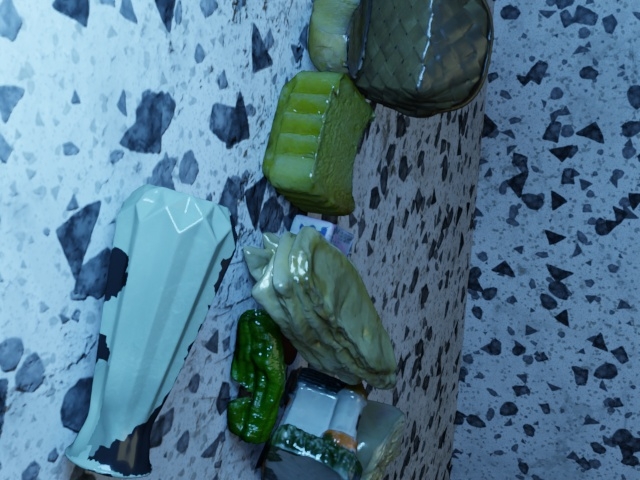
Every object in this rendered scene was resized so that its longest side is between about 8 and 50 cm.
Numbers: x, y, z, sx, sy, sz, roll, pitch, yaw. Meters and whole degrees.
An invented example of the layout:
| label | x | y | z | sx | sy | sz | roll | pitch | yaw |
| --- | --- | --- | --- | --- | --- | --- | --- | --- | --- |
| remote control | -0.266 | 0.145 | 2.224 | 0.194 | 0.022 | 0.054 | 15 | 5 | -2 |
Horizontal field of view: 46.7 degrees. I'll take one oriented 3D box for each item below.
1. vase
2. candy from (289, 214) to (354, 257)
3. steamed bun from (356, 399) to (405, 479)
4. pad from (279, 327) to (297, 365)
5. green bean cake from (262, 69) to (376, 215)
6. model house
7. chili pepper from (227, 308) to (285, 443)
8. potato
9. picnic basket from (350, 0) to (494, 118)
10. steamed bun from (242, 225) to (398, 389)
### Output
| label | x | y | z | sx | sy | sz | roll | pitch | yaw |
| --- | --- | --- | --- | --- | --- | --- | --- | --- | --- |
| vase | -0.223 | 0.114 | 0.965 | 0.165 | 0.165 | 0.360 | 21 | 84 | -67 |
| candy | 0.000 | 0.000 | 1.497 | 0.160 | 0.092 | 0.073 | 24 | 83 | -69 |
| steamed bun | 0.048 | 0.504 | 1.703 | 0.320 | 0.206 | 0.275 | -59 | 159 | -22 |
| pad | -0.050 | 0.121 | 1.556 | 0.181 | 0.004 | 0.267 | 49 | 55 | -62 |
| green bean cake | 0.000 | -0.178 | 1.388 | 0.233 | 0.124 | 0.236 | 29 | 73 | -65 |
| model house | 0.012 | 0.364 | 1.510 | 0.271 | 0.190 | 0.301 | 101 | 8 | -55 |
| chili pepper | -0.111 | 0.246 | 1.341 | 0.083 | 0.099 | 0.253 | -33 | 130 | -72 |
| potato | 0.036 | -0.396 | 1.415 | 0.138 | 0.098 | 0.243 | 82 | 20 | -47 |
| picnic basket | 0.242 | -0.399 | 1.539 | 0.337 | 0.337 | 0.293 | -18 | 116 | -65 |
| steamed bun | -0.014 | 0.104 | 1.336 | 0.428 | 0.189 | 0.247 | 49 | 39 | -49 |
